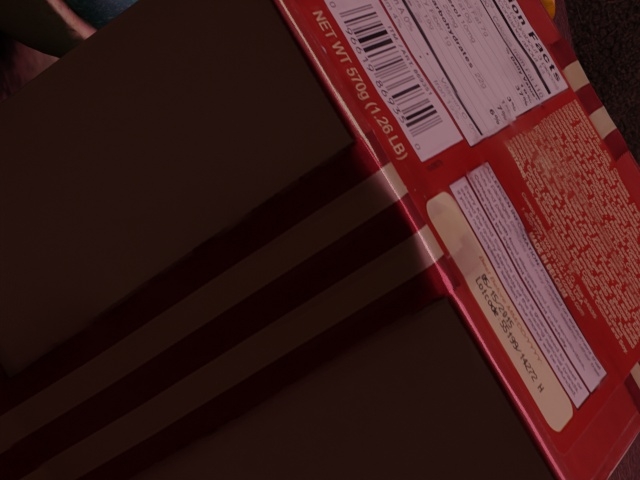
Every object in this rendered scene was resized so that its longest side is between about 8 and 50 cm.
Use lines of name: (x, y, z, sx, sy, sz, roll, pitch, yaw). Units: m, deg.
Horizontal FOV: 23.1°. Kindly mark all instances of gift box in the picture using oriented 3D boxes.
gift box: (-0.036, 0.017, 0.619, 0.276, 0.258, 0.255, -23, 84, -59)

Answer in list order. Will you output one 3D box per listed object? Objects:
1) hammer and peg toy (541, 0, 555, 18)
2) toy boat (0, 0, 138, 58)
hammer and peg toy: (0.119, -0.270, 1.355, 0.266, 0.127, 0.361, 80, -6, -45)
toy boat: (-0.138, -0.192, 0.681, 0.318, 0.148, 0.267, -67, 140, -64)
